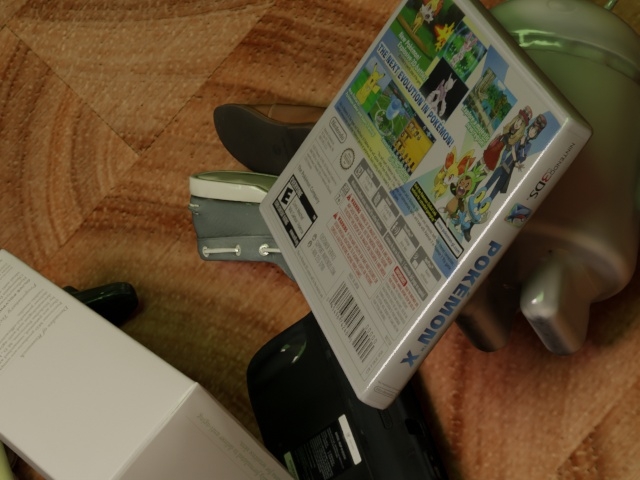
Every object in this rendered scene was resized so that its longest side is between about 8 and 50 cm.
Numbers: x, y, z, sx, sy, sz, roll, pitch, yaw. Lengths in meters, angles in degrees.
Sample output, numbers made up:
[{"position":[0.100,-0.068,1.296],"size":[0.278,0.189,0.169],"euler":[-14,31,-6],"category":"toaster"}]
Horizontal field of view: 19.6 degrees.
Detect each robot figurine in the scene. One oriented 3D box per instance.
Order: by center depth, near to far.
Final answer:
[{"position":[0.199,-0.076,1.698],"size":[0.299,0.200,0.354],"euler":[4,67,20],"category":"robot figurine"}]

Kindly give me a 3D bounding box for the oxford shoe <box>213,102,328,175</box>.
[{"position":[-0.031,-0.113,1.964],"size":[0.076,0.076,0.212],"euler":[-32,31,-34],"category":"oxford shoe"}]

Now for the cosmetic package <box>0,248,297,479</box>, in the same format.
[{"position":[-0.216,0.173,1.800],"size":[0.155,0.197,0.365],"euler":[-50,43,-12],"category":"cosmetic package"}]

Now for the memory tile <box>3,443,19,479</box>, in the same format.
[{"position":[-0.370,0.267,1.984],"size":[0.113,0.012,0.148],"euler":[-30,43,12],"category":"memory tile"}]

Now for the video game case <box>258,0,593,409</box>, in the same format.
[{"position":[0.079,-0.059,1.640],"size":[0.300,0.036,0.329],"euler":[-54,32,17],"category":"video game case"}]

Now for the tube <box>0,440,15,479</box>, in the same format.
[{"position":[-0.350,0.261,1.928],"size":[0.240,0.062,0.070],"euler":[64,143,43],"category":"tube"}]

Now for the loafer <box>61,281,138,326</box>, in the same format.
[{"position":[-0.273,0.074,2.014],"size":[0.170,0.062,0.061],"euler":[-20,52,21],"category":"loafer"}]

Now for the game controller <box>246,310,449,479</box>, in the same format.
[{"position":[0.026,0.201,1.764],"size":[0.166,0.067,0.319],"euler":[-41,49,26],"category":"game controller"}]

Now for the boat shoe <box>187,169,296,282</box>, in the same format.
[{"position":[0.000,0.000,1.868],"size":[0.319,0.116,0.099],"euler":[13,105,33],"category":"boat shoe"}]
